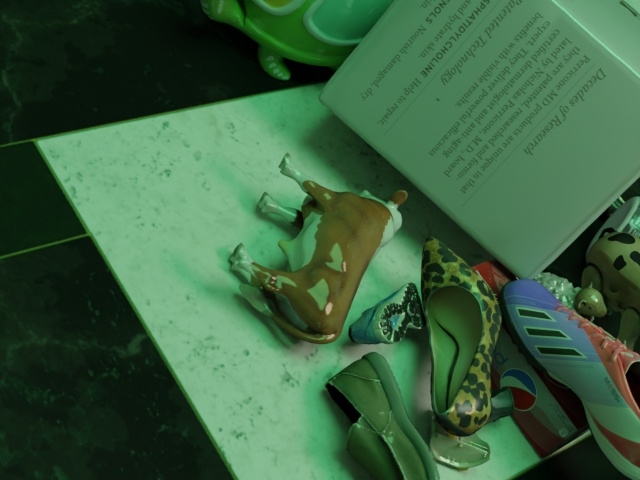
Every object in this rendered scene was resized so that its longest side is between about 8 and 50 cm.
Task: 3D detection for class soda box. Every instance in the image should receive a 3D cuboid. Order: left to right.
[{"bbox_3d":[0.270,0.155,1.748,0.092,0.083,0.263,-18,66,-42],"label":"soda box"}]

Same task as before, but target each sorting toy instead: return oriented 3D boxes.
[{"bbox_3d":[0.170,0.246,1.641,0.083,0.045,0.075,23,37,-13],"label":"sorting toy"}]

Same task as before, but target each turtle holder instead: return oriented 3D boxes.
[{"bbox_3d":[-0.031,-0.397,1.894,0.320,0.227,0.243,17,48,-22],"label":"turtle holder"}]

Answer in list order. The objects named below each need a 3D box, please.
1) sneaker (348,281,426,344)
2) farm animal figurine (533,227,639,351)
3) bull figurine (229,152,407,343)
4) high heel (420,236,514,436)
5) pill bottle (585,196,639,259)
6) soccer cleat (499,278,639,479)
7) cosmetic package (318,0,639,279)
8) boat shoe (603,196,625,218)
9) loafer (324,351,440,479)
[{"bbox_3d":[0.084,0.097,1.684,0.162,0.073,0.063,-18,93,-62],"label":"sneaker"},{"bbox_3d":[0.494,0.088,1.804,0.330,0.172,0.327,-22,46,-37],"label":"farm animal figurine"},{"bbox_3d":[0.000,0.000,1.686,0.188,0.101,0.310,29,42,-5],"label":"bull figurine"},{"bbox_3d":[0.161,0.115,1.637,0.186,0.093,0.261,-3,69,-61],"label":"high heel"},{"bbox_3d":[0.537,0.054,1.973,0.246,0.130,0.130,38,44,-1],"label":"pill bottle"},{"bbox_3d":[0.351,0.153,1.647,0.109,0.116,0.318,-11,55,-38],"label":"soccer cleat"},{"bbox_3d":[0.281,-0.220,1.836,0.394,0.327,0.329,42,26,3],"label":"cosmetic package"},{"bbox_3d":[0.472,-0.049,2.079,0.042,0.049,0.133,-30,80,-16],"label":"boat shoe"},{"bbox_3d":[0.073,0.252,1.549,0.087,0.094,0.251,-15,52,-13],"label":"loafer"}]
